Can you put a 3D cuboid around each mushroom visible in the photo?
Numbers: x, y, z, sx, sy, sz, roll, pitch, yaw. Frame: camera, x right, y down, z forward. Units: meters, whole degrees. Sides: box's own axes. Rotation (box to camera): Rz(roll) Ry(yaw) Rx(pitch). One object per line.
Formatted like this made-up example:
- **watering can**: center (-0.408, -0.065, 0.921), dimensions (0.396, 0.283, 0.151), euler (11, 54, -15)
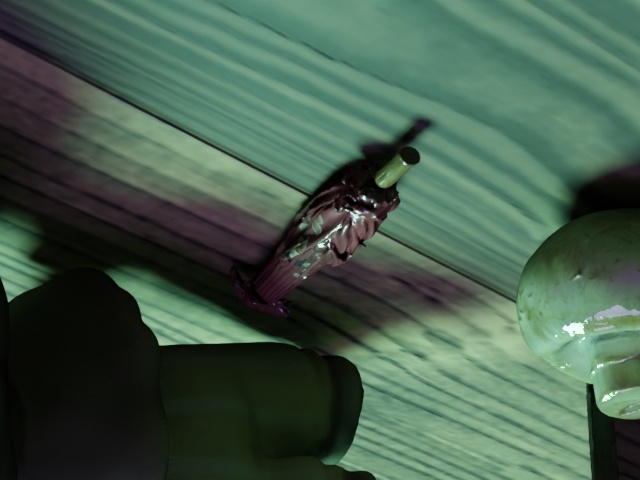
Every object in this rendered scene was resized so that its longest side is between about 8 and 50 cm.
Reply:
- **mushroom**: center (0.110, 0.026, 0.663), dimensions (0.083, 0.067, 0.083), euler (2, 152, 1)

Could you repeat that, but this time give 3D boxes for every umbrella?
- **umbrella**: center (0.000, 0.000, 0.708), dimensions (0.027, 0.025, 0.165), euler (-4, 163, -22)

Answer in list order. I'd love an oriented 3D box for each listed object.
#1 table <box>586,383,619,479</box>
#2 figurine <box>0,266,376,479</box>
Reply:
- **table**: center (0.239, 0.209, 0.764), dimensions (0.249, 0.317, 0.317), euler (-3, 154, 8)
- **figurine**: center (-0.152, 0.073, 0.714), dimensions (0.380, 0.248, 0.203), euler (11, 153, -28)
